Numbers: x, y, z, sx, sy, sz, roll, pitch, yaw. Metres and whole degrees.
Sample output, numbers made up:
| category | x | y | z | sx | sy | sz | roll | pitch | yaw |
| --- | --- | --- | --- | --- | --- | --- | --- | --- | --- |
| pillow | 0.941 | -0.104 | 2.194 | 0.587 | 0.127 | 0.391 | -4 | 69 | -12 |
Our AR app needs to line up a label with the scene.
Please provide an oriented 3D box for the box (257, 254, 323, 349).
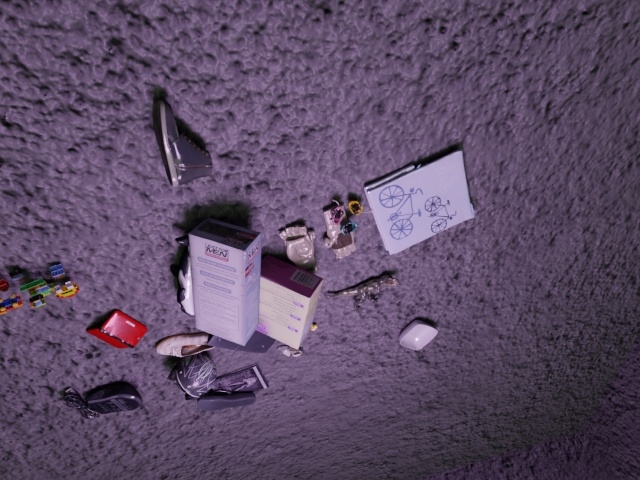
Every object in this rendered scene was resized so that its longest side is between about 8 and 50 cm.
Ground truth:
| category | x | y | z | sx | sy | sz | roll | pitch | yaw |
| --- | --- | --- | --- | --- | --- | --- | --- | --- | --- |
| box | -0.126 | 0.205 | 1.520 | 0.213 | 0.117 | 0.243 | 22 | 125 | 13 |

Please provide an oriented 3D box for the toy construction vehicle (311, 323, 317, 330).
| category | x | y | z | sx | sy | sz | roll | pitch | yaw |
| --- | --- | --- | --- | --- | --- | --- | --- | --- | --- |
| toy construction vehicle | -0.065 | 0.331 | 1.767 | 0.086 | 0.035 | 0.098 | -48 | 129 | 7 |

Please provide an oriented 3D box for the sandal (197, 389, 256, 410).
| category | x | y | z | sx | sy | sz | roll | pitch | yaw |
| --- | --- | --- | --- | --- | --- | --- | --- | --- | --- |
| sandal | -0.395 | 0.660 | 1.893 | 0.254 | 0.054 | 0.097 | 10 | 132 | -35 |

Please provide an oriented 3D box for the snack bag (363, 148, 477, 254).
| category | x | y | z | sx | sy | sz | roll | pitch | yaw |
| --- | --- | --- | --- | --- | --- | --- | --- | --- | --- |
| snack bag | 0.341 | -0.128 | 1.521 | 0.342 | 0.037 | 0.323 | -25 | 131 | 3 |

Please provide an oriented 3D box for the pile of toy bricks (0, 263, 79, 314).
| category | x | y | z | sx | sy | sz | roll | pitch | yaw |
| --- | --- | --- | --- | --- | --- | --- | --- | --- | --- |
| pile of toy bricks | -0.835 | 0.148 | 1.339 | 0.212 | 0.118 | 0.105 | -21 | 162 | -22 |

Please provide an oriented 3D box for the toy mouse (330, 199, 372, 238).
| category | x | y | z | sx | sy | sz | roll | pitch | yaw |
| --- | --- | --- | --- | --- | --- | --- | --- | --- | --- |
| toy mouse | 0.072 | -0.068 | 1.447 | 0.161 | 0.031 | 0.143 | 29 | 94 | -39 |

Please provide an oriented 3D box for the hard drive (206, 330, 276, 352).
| category | x | y | z | sx | sy | sz | roll | pitch | yaw |
| --- | --- | --- | --- | --- | --- | --- | --- | --- | --- |
| hard drive | -0.272 | 0.336 | 1.674 | 0.254 | 0.054 | 0.172 | 20 | 120 | -37 |

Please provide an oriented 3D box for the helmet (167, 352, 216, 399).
| category | x | y | z | sx | sy | sz | roll | pitch | yaw |
| --- | --- | --- | --- | --- | --- | --- | --- | --- | --- |
| helmet | -0.464 | 0.496 | 1.674 | 0.169 | 0.169 | 0.161 | 28 | 136 | -33 |

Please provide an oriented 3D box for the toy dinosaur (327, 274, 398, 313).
| category | x | y | z | sx | sy | sz | roll | pitch | yaw |
| --- | --- | --- | --- | --- | --- | --- | --- | --- | --- |
| toy dinosaur | 0.165 | 0.204 | 1.720 | 0.268 | 0.064 | 0.118 | -18 | 124 | -1 |

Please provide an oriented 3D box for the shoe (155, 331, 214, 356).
| category | x | y | z | sx | sy | sz | roll | pitch | yaw |
| --- | --- | --- | --- | --- | --- | --- | --- | --- | --- |
| shoe | -0.486 | 0.381 | 1.650 | 0.219 | 0.058 | 0.077 | -10 | 130 | -10 |

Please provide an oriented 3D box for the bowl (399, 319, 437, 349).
| category | x | y | z | sx | sy | sz | roll | pitch | yaw |
| --- | --- | --- | --- | --- | --- | --- | --- | --- | --- |
| bowl | 0.415 | 0.399 | 1.957 | 0.142 | 0.053 | 0.142 | 25 | 117 | -32 |

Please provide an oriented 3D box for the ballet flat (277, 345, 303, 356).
| category | x | y | z | sx | sy | sz | roll | pitch | yaw |
| --- | --- | --- | --- | --- | --- | --- | --- | --- | --- |
| ballet flat | -0.119 | 0.449 | 1.836 | 0.114 | 0.041 | 0.041 | 11 | 123 | -25 |

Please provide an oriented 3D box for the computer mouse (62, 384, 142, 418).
| category | x | y | z | sx | sy | sz | roll | pitch | yaw |
| --- | --- | --- | --- | --- | --- | --- | --- | --- | --- |
| computer mouse | -0.804 | 0.594 | 1.721 | 0.272 | 0.072 | 0.189 | -8 | 133 | 5 |

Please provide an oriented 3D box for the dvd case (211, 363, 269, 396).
| category | x | y | z | sx | sy | sz | roll | pitch | yaw |
| --- | --- | --- | --- | --- | --- | --- | --- | --- | --- |
| dvd case | -0.342 | 0.598 | 1.898 | 0.221 | 0.018 | 0.165 | -18 | 130 | -2 |

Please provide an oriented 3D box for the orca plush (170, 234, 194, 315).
| category | x | y | z | sx | sy | sz | roll | pitch | yaw |
| --- | --- | --- | --- | --- | --- | --- | --- | --- | --- |
| orca plush | -0.435 | 0.101 | 1.417 | 0.102 | 0.151 | 0.287 | 14 | 132 | 11 |

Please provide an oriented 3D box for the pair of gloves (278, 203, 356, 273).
| category | x | y | z | sx | sy | sz | roll | pitch | yaw |
| --- | --- | --- | --- | --- | --- | --- | --- | --- | --- |
| pair of gloves | 0.000 | 0.000 | 1.508 | 0.240 | 0.042 | 0.204 | -28 | 125 | -3 |

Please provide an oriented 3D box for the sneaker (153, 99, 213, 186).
| category | x | y | z | sx | sy | sz | roll | pitch | yaw |
| --- | --- | --- | --- | --- | --- | --- | --- | --- | --- |
| sneaker | -0.355 | -0.259 | 1.179 | 0.118 | 0.083 | 0.222 | -20 | 127 | -27 |

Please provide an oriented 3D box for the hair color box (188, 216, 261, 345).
| category | x | y | z | sx | sy | sz | roll | pitch | yaw |
| --- | --- | --- | --- | --- | --- | --- | --- | --- | --- |
| hair color box | -0.291 | 0.133 | 1.409 | 0.185 | 0.114 | 0.375 | 16 | 125 | 14 |

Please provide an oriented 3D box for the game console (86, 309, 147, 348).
| category | x | y | z | sx | sy | sz | roll | pitch | yaw |
| --- | --- | --- | --- | --- | --- | --- | --- | --- | --- |
| game console | -0.693 | 0.305 | 1.554 | 0.124 | 0.085 | 0.144 | -54 | 131 | -13 |
